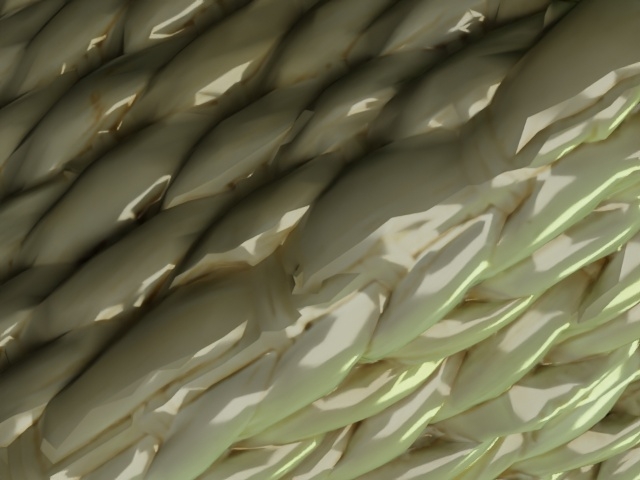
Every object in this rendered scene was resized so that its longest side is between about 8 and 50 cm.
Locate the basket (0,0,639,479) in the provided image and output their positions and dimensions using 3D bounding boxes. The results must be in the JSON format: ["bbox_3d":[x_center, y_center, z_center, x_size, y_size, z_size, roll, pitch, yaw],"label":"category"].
[{"bbox_3d":[0.000,0.000,0.573,0.331,0.328,0.266,-34,135,19],"label":"basket"}]
